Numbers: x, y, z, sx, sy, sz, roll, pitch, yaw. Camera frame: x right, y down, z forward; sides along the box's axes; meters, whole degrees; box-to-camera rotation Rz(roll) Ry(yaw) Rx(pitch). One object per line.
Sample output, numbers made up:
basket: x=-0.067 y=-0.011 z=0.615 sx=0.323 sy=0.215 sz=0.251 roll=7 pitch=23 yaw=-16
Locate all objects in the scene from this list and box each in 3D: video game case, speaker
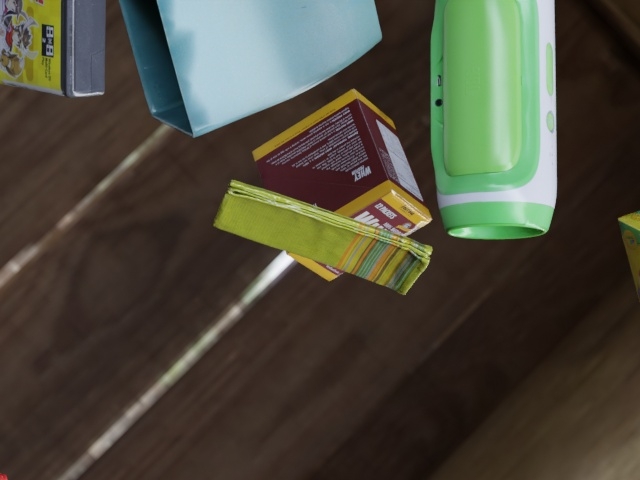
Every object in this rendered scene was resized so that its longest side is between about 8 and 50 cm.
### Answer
video game case: x=-0.240 y=-0.251 z=1.164 sx=0.248 sy=0.035 sz=0.274 roll=14 pitch=-73 yaw=42
speaker: x=0.184 y=-0.154 z=1.732 sx=0.131 sy=0.296 sz=0.131 roll=0 pitch=-8 yaw=0

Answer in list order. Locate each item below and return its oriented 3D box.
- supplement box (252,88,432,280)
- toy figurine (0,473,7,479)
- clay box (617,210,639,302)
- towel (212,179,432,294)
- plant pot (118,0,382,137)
supplement box: x=0.031 y=-0.081 z=2.463 sx=0.129 sy=0.191 sz=0.194 roll=33 pitch=31 yaw=-53
toy figurine: x=-0.449 y=0.239 z=1.799 sx=0.217 sy=0.191 sz=0.362 roll=-125 pitch=-160 yaw=-55
clay box: x=0.434 y=0.051 z=2.042 sx=0.127 sy=0.053 sz=0.222 roll=-141 pitch=-149 yaw=-71
towel: x=0.000 y=0.000 z=1.835 sx=0.237 sy=0.021 sz=0.102 roll=19 pitch=-33 yaw=-5
plant pot: x=-0.069 y=-0.230 z=1.717 sx=0.166 sy=0.234 sz=0.165 roll=-151 pitch=-135 yaw=-65
